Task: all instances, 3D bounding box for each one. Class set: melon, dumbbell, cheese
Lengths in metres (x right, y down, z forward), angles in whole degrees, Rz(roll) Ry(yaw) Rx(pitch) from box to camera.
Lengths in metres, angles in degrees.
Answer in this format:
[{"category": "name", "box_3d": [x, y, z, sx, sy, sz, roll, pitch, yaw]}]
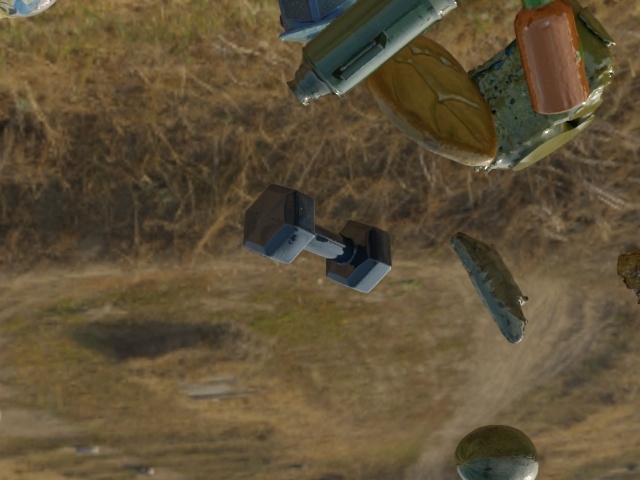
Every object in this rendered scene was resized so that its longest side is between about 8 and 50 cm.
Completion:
[{"category": "melon", "box_3d": [0.295, 0.363, 1.363, 0.167, 0.114, 0.114, 15, 151, -38]}, {"category": "dumbbell", "box_3d": [0.000, 0.000, 1.674, 0.325, 0.144, 0.160, 23, 119, -44]}, {"category": "cheese", "box_3d": [-0.414, -0.426, 1.265, 0.250, 0.064, 0.156, -47, 173, -10]}]

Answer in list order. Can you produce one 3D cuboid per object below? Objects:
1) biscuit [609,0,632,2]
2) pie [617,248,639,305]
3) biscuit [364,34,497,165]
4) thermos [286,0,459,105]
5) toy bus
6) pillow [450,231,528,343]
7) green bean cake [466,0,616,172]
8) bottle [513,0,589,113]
[{"category": "biscuit", "box_3d": [0.490, -0.422, 1.086, 0.287, 0.343, 0.057, -30, -168, 5]}, {"category": "pie", "box_3d": [0.395, 0.036, 0.953, 0.034, 0.092, 0.170, -2, 168, -13]}, {"category": "biscuit", "box_3d": [0.177, -0.218, 1.264, 0.203, 0.260, 0.041, -29, 166, -41]}, {"category": "thermos", "box_3d": [0.049, -0.206, 0.857, 0.188, 0.083, 0.073, -37, 152, 14]}, {"category": "toy bus", "box_3d": [0.049, -0.423, 1.382, 0.152, 0.190, 0.312, -8, -175, 29]}, {"category": "pillow", "box_3d": [0.341, 0.080, 1.605, 0.093, 0.241, 0.051, -24, 168, -30]}, {"category": "green bean cake", "box_3d": [0.345, -0.239, 1.402, 0.310, 0.202, 0.285, -35, 176, 12]}, {"category": "bottle", "box_3d": [0.251, -0.237, 0.923, 0.069, 0.069, 0.187, -13, 118, 17]}]
